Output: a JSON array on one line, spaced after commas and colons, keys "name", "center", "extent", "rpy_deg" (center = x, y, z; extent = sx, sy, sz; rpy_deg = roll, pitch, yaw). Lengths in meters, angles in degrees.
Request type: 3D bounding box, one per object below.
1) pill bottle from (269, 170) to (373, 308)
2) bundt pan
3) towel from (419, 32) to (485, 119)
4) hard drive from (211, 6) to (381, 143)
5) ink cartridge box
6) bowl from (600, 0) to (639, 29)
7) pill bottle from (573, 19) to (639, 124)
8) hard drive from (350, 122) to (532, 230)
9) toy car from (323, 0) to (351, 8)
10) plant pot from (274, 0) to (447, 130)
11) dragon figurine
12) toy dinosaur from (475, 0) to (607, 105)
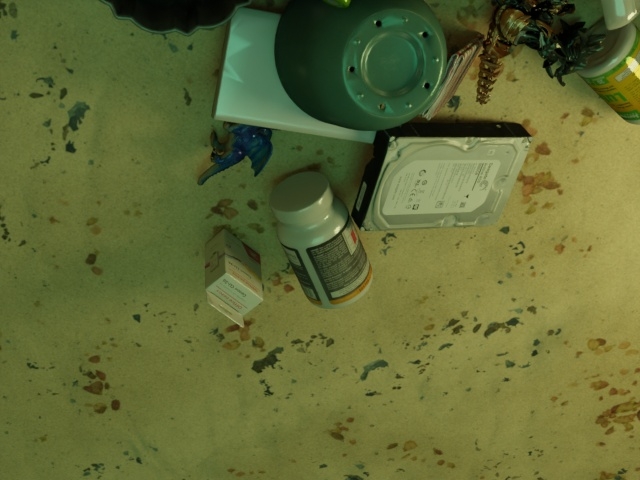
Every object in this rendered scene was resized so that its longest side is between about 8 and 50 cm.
[{"name": "pill bottle", "center": [0.000, 0.000, 2.028], "extent": [0.162, 0.162, 0.278], "rpy_deg": [-18, 128, 7]}, {"name": "bundt pan", "center": [-0.249, -0.523, 1.617], "extent": [0.331, 0.124, 0.331], "rpy_deg": [-3, 129, -4]}, {"name": "towel", "center": [0.251, -0.314, 1.814], "extent": [0.029, 0.197, 0.144], "rpy_deg": [34, 121, 7]}, {"name": "hard drive", "center": [-0.031, -0.309, 1.803], "extent": [0.318, 0.040, 0.210], "rpy_deg": [7, 106, -19]}, {"name": "ink cartridge box", "center": [-0.185, 0.080, 2.044], "extent": [0.067, 0.198, 0.115], "rpy_deg": [-39, 123, 21]}, {"name": "bowl", "center": [0.558, -0.467, 1.741], "extent": [0.053, 0.142, 0.142], "rpy_deg": [2, 121, 39]}, {"name": "pill bottle", "center": [0.618, -0.313, 1.878], "extent": [0.245, 0.136, 0.136], "rpy_deg": [35, 116, -29]}, {"name": "hard drive", "center": [0.249, -0.129, 1.968], "extent": [0.339, 0.064, 0.237], "rpy_deg": [-3, 130, -26]}, {"name": "toy car", "center": [0.088, -0.444, 1.488], "extent": [0.149, 0.188, 0.155], "rpy_deg": [24, 87, -60]}, {"name": "plant pot", "center": [0.088, -0.323, 1.684], "extent": [0.293, 0.235, 0.293], "rpy_deg": [-5, 110, -16]}, {"name": "dragon figurine", "center": [-0.143, -0.188, 1.913], "extent": [0.144, 0.085, 0.289], "rpy_deg": [18, 122, -19]}, {"name": "toy dinosaur", "center": [0.393, -0.405, 1.787], "extent": [0.218, 0.164, 0.322], "rpy_deg": [27, 131, -14]}]
